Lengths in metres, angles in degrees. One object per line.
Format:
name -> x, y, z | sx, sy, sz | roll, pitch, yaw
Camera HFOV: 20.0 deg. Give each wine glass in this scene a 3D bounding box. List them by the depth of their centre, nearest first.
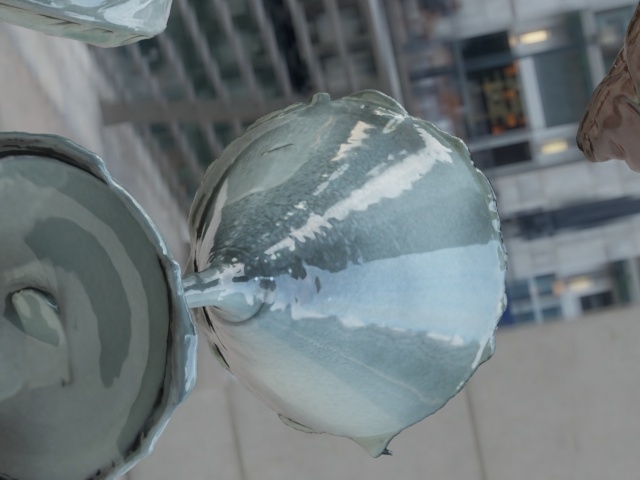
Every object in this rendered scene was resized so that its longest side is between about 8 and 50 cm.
wine glass -> -0.041, 0.019, 0.665 | 0.232, 0.156, 0.156 | -10, 89, -63

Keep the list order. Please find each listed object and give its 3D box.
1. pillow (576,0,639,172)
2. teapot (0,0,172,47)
pillow -> 0.257, -0.111, 0.865 | 0.084, 0.223, 0.236 | -105, -152, -60
teapot -> -0.138, -0.214, 1.063 | 0.221, 0.163, 0.178 | -17, 126, -72
